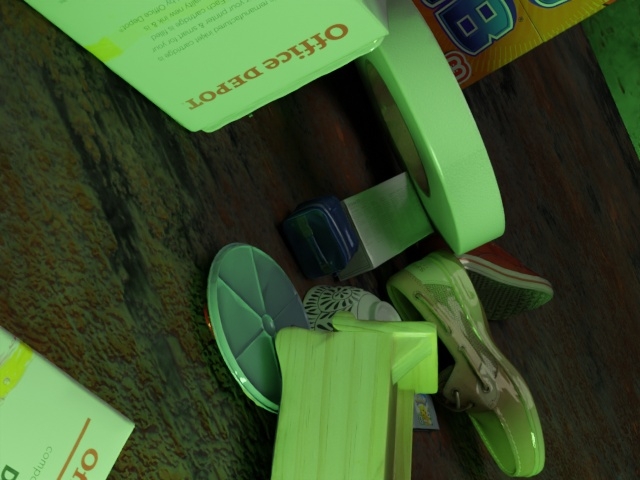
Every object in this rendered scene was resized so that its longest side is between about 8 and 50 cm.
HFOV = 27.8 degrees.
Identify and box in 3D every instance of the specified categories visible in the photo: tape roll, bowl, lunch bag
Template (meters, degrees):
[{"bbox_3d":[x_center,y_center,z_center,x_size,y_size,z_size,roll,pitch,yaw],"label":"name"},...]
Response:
[{"bbox_3d":[0.136,-0.167,1.767,0.392,0.072,0.392,155,-90,-87],"label":"tape roll"},{"bbox_3d":[0.055,0.122,1.601,0.170,0.080,0.170,40,38,-41],"label":"bowl"},{"bbox_3d":[0.000,0.000,1.606,0.098,0.067,0.065,63,28,-12],"label":"lunch bag"}]

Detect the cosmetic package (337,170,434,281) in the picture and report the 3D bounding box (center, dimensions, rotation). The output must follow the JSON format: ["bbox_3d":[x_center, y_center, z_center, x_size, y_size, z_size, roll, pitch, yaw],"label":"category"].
[{"bbox_3d":[0.074,-0.023,1.763,0.239,0.060,0.099,-26,93,-63],"label":"cosmetic package"}]

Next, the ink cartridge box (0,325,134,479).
[{"bbox_3d":[-0.269,0.153,0.867,0.353,0.119,0.207,44,63,-38],"label":"ink cartridge box"}]

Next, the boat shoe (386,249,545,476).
[{"bbox_3d":[0.196,0.186,1.797,0.110,0.121,0.341,-26,89,-25],"label":"boat shoe"}]

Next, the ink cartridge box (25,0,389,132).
[{"bbox_3d":[-0.146,-0.313,1.348,0.384,0.279,0.160,39,37,-44],"label":"ink cartridge box"}]

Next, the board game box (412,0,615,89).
[{"bbox_3d":[0.227,-0.501,1.988,0.356,0.356,0.356,55,13,-24],"label":"board game box"}]

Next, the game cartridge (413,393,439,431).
[{"bbox_3d":[0.131,0.227,1.731,0.083,0.017,0.056,15,53,-58],"label":"game cartridge"}]

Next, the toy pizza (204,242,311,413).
[{"bbox_3d":[-0.070,0.100,1.443,0.201,0.032,0.201,43,35,-41],"label":"toy pizza"}]

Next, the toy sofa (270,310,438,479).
[{"bbox_3d":[0.033,0.266,1.371,0.150,0.177,0.363,79,13,-56],"label":"toy sofa"}]

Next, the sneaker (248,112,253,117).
[{"bbox_3d":[-0.102,-0.182,1.589,0.098,0.038,0.069,-22,89,-63],"label":"sneaker"}]

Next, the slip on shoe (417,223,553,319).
[{"bbox_3d":[0.258,0.048,1.994,0.331,0.123,0.101,22,47,-48],"label":"slip on shoe"}]
